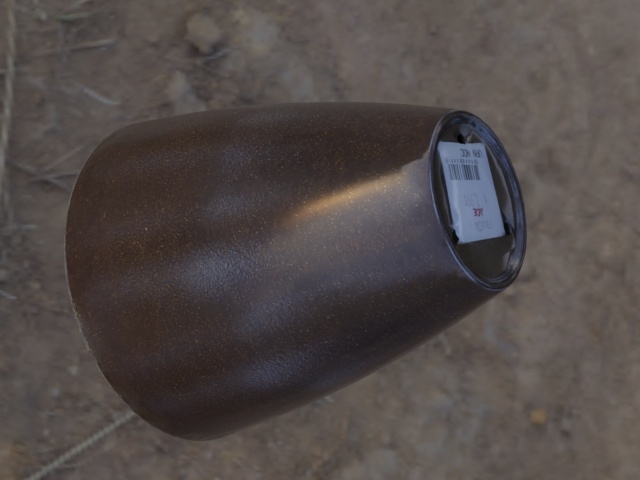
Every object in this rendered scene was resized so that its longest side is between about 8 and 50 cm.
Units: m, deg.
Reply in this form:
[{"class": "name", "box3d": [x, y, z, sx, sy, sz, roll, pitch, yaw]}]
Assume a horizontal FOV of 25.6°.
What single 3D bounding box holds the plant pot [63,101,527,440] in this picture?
[{"class": "plant pot", "box3d": [0.000, 0.000, 0.866, 0.215, 0.230, 0.215, 25, 58, -47]}]
